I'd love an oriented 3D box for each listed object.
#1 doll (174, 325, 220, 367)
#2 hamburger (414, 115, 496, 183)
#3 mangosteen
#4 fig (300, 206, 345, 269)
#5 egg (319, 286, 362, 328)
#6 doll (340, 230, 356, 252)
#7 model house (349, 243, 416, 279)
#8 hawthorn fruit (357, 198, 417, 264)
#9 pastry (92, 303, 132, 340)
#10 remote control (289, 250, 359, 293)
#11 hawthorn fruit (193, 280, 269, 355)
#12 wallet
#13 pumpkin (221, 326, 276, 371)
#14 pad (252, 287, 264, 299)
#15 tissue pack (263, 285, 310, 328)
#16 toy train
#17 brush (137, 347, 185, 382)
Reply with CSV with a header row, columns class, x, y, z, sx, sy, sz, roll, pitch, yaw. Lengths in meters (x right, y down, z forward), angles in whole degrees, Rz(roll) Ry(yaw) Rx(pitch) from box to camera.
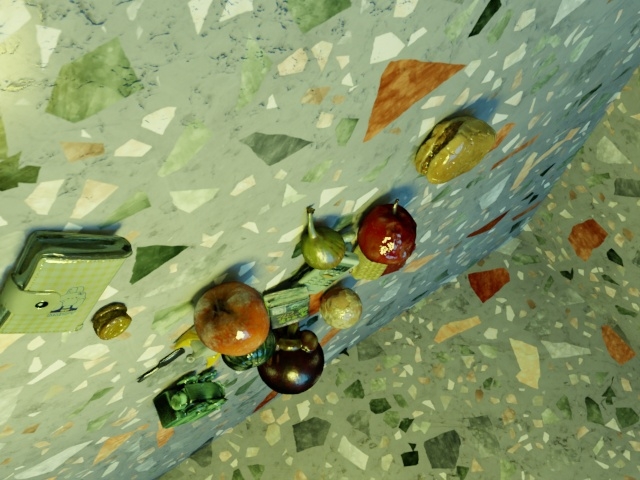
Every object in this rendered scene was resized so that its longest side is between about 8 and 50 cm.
class,x,y,z,sx,sy,sz,roll,pitch,yaw
doll,-0.355,0.314,1.867,0.316,0.103,0.145,-48,140,6
hamburger,0.471,-0.310,1.857,0.283,0.144,0.259,-28,154,-35
mangosteen,-0.133,0.507,2.383,0.307,0.307,0.347,-22,124,-33
fig,0.000,0.000,1.760,0.151,0.151,0.259,-35,154,-7
egg,0.092,0.302,2.408,0.195,0.195,0.233,-36,180,-3
doll,0.063,0.041,2.012,0.103,0.071,0.214,-16,154,-41
model house,0.228,0.051,2.169,0.254,0.160,0.196,-22,154,-29
hawthorn fruit,0.245,-0.045,1.964,0.230,0.210,0.266,-30,139,-31
pastry,-0.562,0.221,1.457,0.097,0.057,0.109,-14,149,-47
remote control,0.006,0.122,2.006,0.140,0.056,0.296,14,143,-34
hawthorn fruit,-0.260,0.249,1.697,0.263,0.235,0.231,16,94,-32
wallet,-0.577,0.107,1.195,0.223,0.077,0.309,-1,141,-52
pumpkin,-0.278,0.407,2.072,0.220,0.162,0.220,-21,155,-10
pad,-0.312,0.288,2.016,0.270,0.012,0.269,-38,158,0
tissue pack,-0.130,0.259,2.076,0.173,0.073,0.235,-15,155,-10
toy train,-0.532,0.657,2.228,0.238,0.167,0.299,-35,158,20
brush,-0.572,0.450,1.934,0.193,0.016,0.063,-34,156,-9
